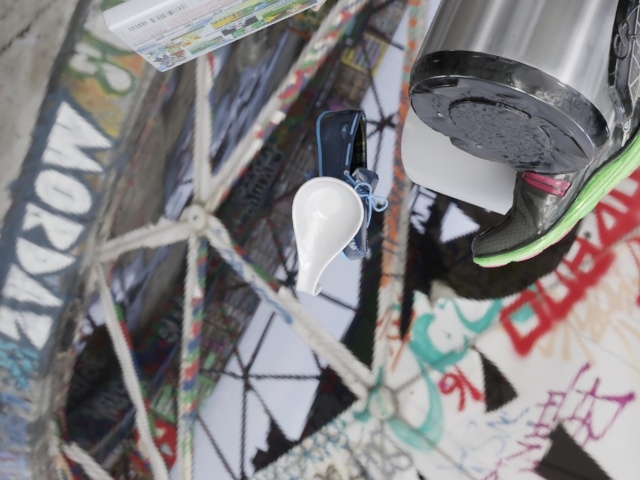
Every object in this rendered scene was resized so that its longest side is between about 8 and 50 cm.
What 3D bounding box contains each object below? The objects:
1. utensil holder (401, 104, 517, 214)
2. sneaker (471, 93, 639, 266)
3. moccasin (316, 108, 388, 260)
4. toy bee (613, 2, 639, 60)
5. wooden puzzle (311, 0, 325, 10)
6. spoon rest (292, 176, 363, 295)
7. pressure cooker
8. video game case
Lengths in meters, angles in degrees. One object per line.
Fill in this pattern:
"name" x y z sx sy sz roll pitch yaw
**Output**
"utensil holder" 0.432 -0.229 2.233 0.327 0.385 0.327 -32 132 -43
"sneaker" 0.482 -0.132 1.920 0.483 0.202 0.185 -46 171 20
"moccasin" 0.067 -0.131 1.998 0.138 0.117 0.342 21 58 -66
"toy bee" 0.514 -0.439 1.375 0.195 0.162 0.298 -99 -177 -51
"wooden puzzle" 0.062 -0.637 2.064 0.221 0.044 0.238 -54 -174 -16
"spoon rest" 0.000 0.000 1.813 0.084 0.137 0.276 -68 173 -56
"pressure cooker" 0.380 -0.372 1.626 0.370 0.375 0.420 -10 -126 66
"video game case" -0.165 -0.391 1.555 0.329 0.036 0.300 -23 175 5
